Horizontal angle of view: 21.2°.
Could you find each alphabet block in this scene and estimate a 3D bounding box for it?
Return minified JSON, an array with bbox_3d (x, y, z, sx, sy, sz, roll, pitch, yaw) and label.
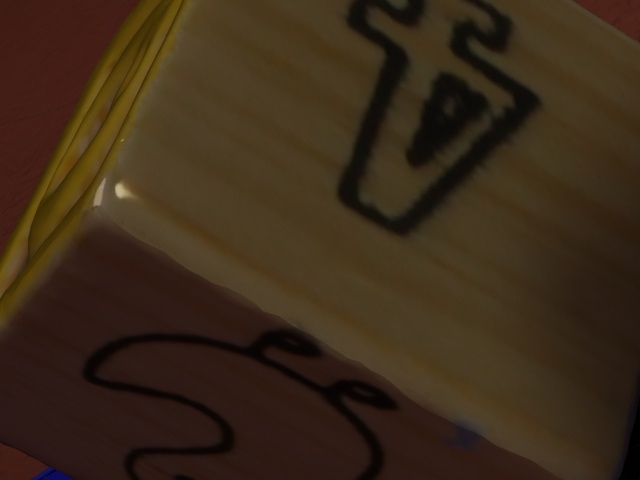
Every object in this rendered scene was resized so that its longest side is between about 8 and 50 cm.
[{"bbox_3d":[0.000,0.000,0.646,0.192,0.197,0.193,-44,21,52],"label":"alphabet block"}]

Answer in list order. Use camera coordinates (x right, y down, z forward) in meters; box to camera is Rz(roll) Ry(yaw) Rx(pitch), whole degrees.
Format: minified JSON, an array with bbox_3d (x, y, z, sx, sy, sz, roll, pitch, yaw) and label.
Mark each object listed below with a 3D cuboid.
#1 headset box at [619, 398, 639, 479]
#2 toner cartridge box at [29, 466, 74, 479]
[{"bbox_3d":[0.110,0.085,0.612,0.083,0.032,0.062,-15,44,45],"label":"headset box"},{"bbox_3d":[-0.128,0.252,0.700,0.165,0.075,0.348,-35,32,27],"label":"toner cartridge box"}]
